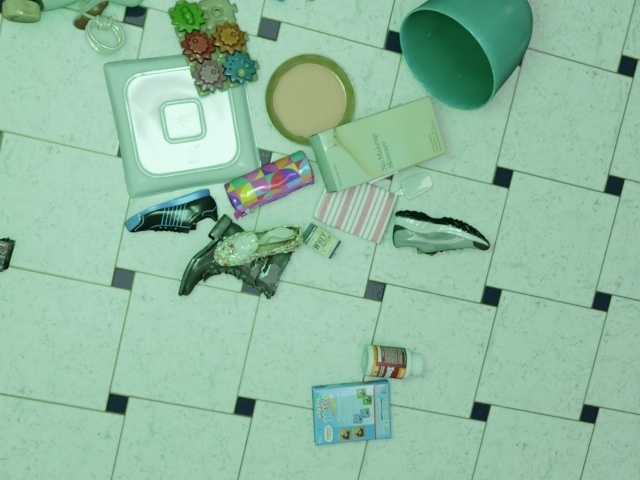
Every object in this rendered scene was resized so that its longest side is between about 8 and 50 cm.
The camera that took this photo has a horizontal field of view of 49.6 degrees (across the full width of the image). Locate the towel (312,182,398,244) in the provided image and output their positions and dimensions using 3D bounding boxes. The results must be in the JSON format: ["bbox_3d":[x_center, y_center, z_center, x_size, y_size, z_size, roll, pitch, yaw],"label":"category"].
[{"bbox_3d":[0.094,-0.089,1.834,0.197,0.029,0.144,21,93,-8],"label":"towel"}]

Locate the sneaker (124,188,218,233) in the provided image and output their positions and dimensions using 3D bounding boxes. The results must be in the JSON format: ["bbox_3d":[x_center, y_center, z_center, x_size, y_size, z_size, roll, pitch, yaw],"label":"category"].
[{"bbox_3d":[-0.373,-0.052,1.748,0.232,0.081,0.090,-21,88,-7],"label":"sneaker"}]

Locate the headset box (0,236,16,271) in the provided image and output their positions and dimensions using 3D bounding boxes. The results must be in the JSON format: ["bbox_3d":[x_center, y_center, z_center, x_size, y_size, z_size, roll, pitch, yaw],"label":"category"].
[{"bbox_3d":[-0.783,0.031,1.707,0.032,0.062,0.083,17,92,-10],"label":"headset box"}]

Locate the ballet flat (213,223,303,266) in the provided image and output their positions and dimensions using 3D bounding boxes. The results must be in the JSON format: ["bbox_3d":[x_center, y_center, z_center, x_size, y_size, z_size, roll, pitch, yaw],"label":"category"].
[{"bbox_3d":[-0.150,0.000,1.731,0.241,0.077,0.091,-16,70,-27],"label":"ballet flat"}]

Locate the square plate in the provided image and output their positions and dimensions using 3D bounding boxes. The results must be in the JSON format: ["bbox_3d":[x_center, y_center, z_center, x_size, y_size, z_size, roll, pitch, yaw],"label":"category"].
[{"bbox_3d":[-0.343,-0.301,1.746,0.348,0.049,0.343,-10,97,-7],"label":"square plate"}]

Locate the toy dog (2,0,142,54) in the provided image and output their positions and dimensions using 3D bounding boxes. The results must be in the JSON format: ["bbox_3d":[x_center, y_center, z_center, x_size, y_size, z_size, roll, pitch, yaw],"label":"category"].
[{"bbox_3d":[-0.609,-0.585,1.650,0.334,0.161,0.220,18,90,-25],"label":"toy dog"}]

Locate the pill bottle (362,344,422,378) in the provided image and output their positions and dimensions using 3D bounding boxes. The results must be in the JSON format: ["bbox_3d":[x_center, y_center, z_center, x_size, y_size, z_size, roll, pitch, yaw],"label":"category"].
[{"bbox_3d":[0.194,0.329,1.870,0.152,0.086,0.086,6,95,-9],"label":"pill bottle"}]

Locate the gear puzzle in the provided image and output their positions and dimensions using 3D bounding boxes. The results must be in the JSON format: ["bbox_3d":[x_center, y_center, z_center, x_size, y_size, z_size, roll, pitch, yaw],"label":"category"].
[{"bbox_3d":[-0.275,-0.534,1.709,0.176,0.044,0.338,-20,86,-16],"label":"gear puzzle"}]

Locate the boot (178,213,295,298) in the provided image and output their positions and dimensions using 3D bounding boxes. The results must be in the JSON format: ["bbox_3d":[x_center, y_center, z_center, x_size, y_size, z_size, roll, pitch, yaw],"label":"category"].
[{"bbox_3d":[-0.216,0.082,1.782,0.229,0.091,0.263,35,88,-10],"label":"boot"}]

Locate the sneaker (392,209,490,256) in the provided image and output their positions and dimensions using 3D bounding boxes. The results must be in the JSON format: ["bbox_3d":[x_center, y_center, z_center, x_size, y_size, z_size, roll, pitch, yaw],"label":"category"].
[{"bbox_3d":[0.320,-0.007,1.859,0.272,0.100,0.107,11,108,-6],"label":"sneaker"}]

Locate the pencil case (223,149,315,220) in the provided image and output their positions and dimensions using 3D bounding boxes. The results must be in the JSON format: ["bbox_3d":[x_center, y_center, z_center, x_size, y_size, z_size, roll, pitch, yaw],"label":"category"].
[{"bbox_3d":[-0.129,-0.141,1.765,0.236,0.104,0.104,-28,99,-6],"label":"pencil case"}]

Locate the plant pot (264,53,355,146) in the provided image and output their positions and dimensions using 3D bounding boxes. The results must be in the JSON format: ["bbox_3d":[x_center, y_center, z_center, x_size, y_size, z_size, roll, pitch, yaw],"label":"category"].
[{"bbox_3d":[-0.027,-0.362,1.795,0.237,0.032,0.236,-1,96,-7],"label":"plant pot"}]

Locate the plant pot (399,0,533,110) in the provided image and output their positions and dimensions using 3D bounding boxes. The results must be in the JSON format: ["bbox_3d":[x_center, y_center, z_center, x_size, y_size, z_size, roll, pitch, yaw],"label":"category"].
[{"bbox_3d":[0.383,-0.513,1.723,0.235,0.293,0.293,-44,100,-18],"label":"plant pot"}]

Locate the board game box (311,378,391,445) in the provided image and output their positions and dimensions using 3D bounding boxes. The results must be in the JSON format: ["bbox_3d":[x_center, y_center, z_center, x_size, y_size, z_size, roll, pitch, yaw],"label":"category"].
[{"bbox_3d":[0.085,0.469,1.892,0.212,0.039,0.160,-3,96,-9],"label":"board game box"}]

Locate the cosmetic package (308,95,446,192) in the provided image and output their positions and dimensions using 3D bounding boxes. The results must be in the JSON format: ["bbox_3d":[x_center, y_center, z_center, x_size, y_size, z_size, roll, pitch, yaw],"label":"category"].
[{"bbox_3d":[0.145,-0.243,1.766,0.310,0.113,0.160,-22,98,-13],"label":"cosmetic package"}]

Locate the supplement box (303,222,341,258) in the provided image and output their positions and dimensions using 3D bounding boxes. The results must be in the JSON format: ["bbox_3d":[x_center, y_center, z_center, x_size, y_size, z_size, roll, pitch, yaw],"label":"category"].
[{"bbox_3d":[0.000,0.000,1.809,0.083,0.083,0.056,32,91,-10],"label":"supplement box"}]

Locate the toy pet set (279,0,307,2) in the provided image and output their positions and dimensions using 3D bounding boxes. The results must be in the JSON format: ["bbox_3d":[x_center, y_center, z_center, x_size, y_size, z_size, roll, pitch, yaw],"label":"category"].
[{"bbox_3d":[-0.075,-0.645,1.757,0.114,0.065,0.122,-44,106,-37],"label":"toy pet set"}]

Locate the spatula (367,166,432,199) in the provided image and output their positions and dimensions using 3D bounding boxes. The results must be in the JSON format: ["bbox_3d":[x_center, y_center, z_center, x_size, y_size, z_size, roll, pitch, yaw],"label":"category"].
[{"bbox_3d":[0.164,-0.166,1.850,0.242,0.019,0.168,-26,100,-5],"label":"spatula"}]
